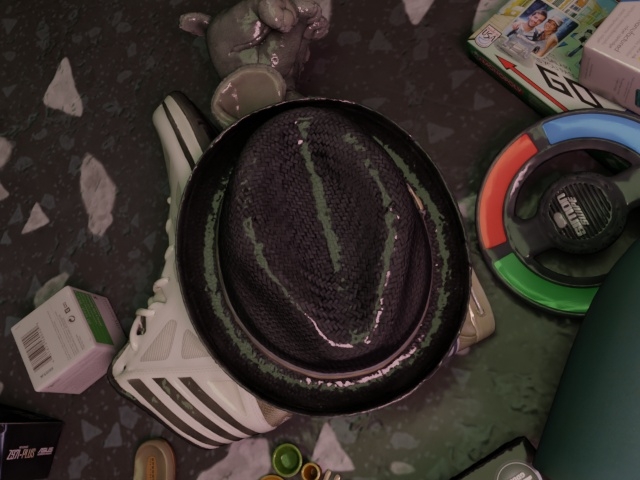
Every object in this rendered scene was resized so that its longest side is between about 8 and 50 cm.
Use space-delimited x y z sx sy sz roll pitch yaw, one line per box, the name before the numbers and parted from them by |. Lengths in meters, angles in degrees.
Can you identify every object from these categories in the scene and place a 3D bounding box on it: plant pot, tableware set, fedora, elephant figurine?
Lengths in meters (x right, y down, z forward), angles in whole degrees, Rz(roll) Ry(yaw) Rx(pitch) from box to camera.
plant pot | 0.343 0.110 0.478 0.293 0.293 0.234 12 80 21
tableware set | -0.041 0.320 0.690 0.104 0.024 0.154 23 83 23
fedora | 0.000 0.000 0.565 0.335 0.152 0.333 0 79 2
elephant figurine | -0.065 -0.184 0.789 0.186 0.170 0.239 -2 89 47

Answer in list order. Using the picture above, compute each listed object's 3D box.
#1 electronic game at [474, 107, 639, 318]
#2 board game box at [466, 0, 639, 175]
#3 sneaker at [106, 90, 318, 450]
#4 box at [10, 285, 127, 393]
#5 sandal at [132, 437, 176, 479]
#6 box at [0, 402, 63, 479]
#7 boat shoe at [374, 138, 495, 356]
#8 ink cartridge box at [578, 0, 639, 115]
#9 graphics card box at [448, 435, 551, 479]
electronic game | 0.281 -0.030 0.652 0.230 0.048 0.229 -2 85 29
board game box | 0.361 -0.208 0.708 0.213 0.046 0.317 -43 66 3
sneaker | -0.179 0.039 0.739 0.258 0.169 0.447 -28 70 6
box | -0.329 0.134 0.803 0.102 0.087 0.101 -36 67 4
sandal | -0.204 0.331 0.725 0.072 0.049 0.180 -14 70 14
box | -0.459 0.252 0.777 0.180 0.147 0.077 8 77 20
boat shoe | 0.106 -0.011 0.705 0.094 0.109 0.302 -14 78 -17
ink cartridge box | 0.405 -0.176 0.614 0.231 0.078 0.134 38 86 25
graphics card box | 0.203 0.400 0.551 0.233 0.094 0.370 -34 66 6
